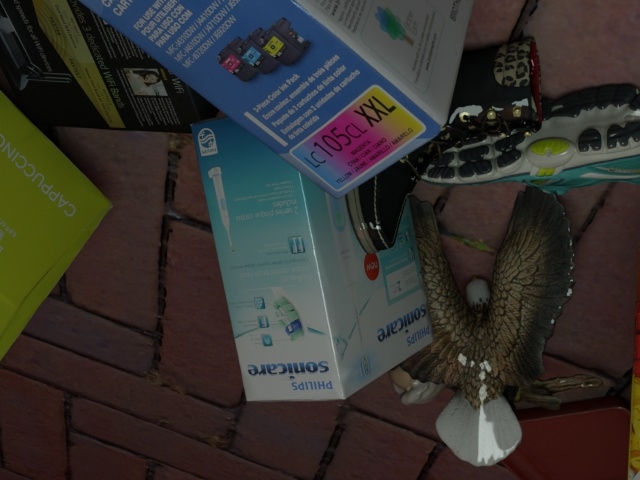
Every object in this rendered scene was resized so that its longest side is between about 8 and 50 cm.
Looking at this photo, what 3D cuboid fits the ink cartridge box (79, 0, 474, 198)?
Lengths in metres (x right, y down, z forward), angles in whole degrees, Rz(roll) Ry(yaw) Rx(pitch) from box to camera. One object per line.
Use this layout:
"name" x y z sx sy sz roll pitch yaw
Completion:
"ink cartridge box" -0.060 -0.263 0.839 0.395 0.270 0.151 39 134 -21

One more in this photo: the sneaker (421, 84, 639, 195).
"sneaker" 0.226 -0.085 1.064 0.275 0.107 0.110 -1 147 26

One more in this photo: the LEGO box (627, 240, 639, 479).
"LEGO box" 0.450 0.252 1.014 0.193 0.373 0.500 -1 159 27

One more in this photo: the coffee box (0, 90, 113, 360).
"coffee box" -0.537 -0.029 1.237 0.334 0.338 0.338 2 142 46

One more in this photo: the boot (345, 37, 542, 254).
"boot" 0.122 -0.101 0.988 0.178 0.236 0.085 -3 150 22

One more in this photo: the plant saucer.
"plant saucer" 0.403 0.321 1.512 0.258 0.048 0.259 -18 127 40

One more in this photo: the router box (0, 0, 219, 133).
"router box" -0.260 -0.258 1.093 0.243 0.081 0.309 6 140 20

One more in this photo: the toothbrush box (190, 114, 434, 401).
"toothbrush box" 0.000 0.000 1.069 0.126 0.216 0.296 -6 97 32

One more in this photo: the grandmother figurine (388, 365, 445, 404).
"grandmother figurine" 0.052 0.124 1.406 0.342 0.104 0.208 36 167 -23

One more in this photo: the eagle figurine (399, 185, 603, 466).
"eagle figurine" 0.191 0.092 1.208 0.225 0.226 0.298 42 158 50
